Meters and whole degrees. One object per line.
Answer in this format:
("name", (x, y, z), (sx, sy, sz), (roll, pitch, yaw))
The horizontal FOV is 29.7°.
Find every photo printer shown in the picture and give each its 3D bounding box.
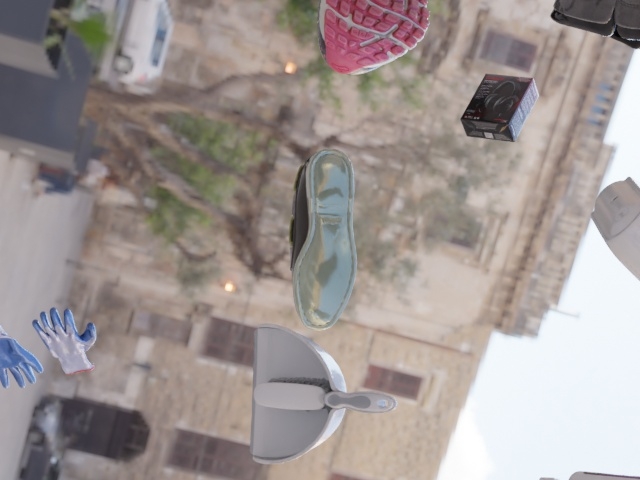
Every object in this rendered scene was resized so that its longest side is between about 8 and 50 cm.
("photo printer", (0.530, 0.031, 1.807), (0.107, 0.256, 0.307), (-47, -177, 13))

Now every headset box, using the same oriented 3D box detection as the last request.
("headset box", (0.206, -0.155, 1.379), (0.083, 0.062, 0.032), (-59, 142, -26))

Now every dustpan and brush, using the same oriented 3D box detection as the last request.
("dustpan and brush", (-0.002, 0.159, 1.228), (0.211, 0.060, 0.147), (-1, -96, 34))

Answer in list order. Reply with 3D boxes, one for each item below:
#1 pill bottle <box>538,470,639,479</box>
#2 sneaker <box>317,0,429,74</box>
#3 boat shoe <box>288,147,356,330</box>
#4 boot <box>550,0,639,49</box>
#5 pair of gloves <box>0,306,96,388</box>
("pill bottle", (0.413, 0.391, 1.748), (0.108, 0.193, 0.108), (1, 90, -68))
("sneaker", (0.052, -0.266, 1.337), (0.112, 0.120, 0.299), (-46, -164, 37))
("boat shoe", (0.000, 0.000, 1.531), (0.068, 0.081, 0.228), (177, -82, -71))
("boot", (0.236, -0.298, 1.070), (0.338, 0.118, 0.223), (40, -55, 53))
("pair of gloves", (-0.430, 0.164, 1.825), (0.159, 0.198, 0.023), (77, 5, -48))
